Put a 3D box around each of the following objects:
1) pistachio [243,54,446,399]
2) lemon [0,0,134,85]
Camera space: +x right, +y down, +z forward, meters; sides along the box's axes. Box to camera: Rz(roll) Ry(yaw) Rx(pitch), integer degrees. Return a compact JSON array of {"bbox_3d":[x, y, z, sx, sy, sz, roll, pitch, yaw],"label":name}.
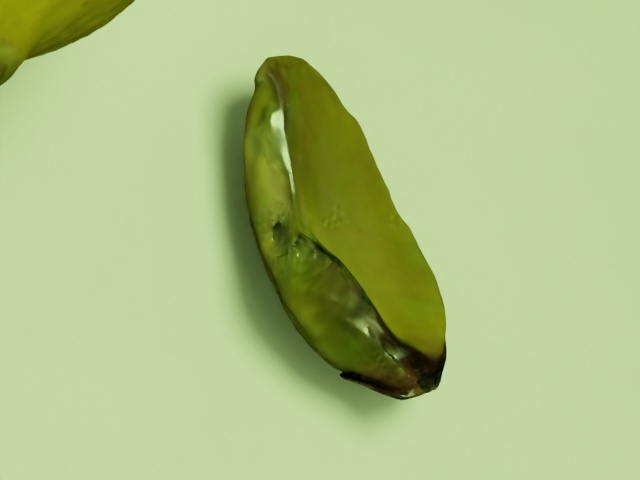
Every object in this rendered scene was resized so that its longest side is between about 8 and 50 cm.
[{"bbox_3d":[0.000,0.000,0.818,0.089,0.049,0.173,-26,90,-57],"label":"pistachio"},{"bbox_3d":[-0.153,-0.195,0.649,0.258,0.258,0.310,1,75,-32],"label":"lemon"}]
